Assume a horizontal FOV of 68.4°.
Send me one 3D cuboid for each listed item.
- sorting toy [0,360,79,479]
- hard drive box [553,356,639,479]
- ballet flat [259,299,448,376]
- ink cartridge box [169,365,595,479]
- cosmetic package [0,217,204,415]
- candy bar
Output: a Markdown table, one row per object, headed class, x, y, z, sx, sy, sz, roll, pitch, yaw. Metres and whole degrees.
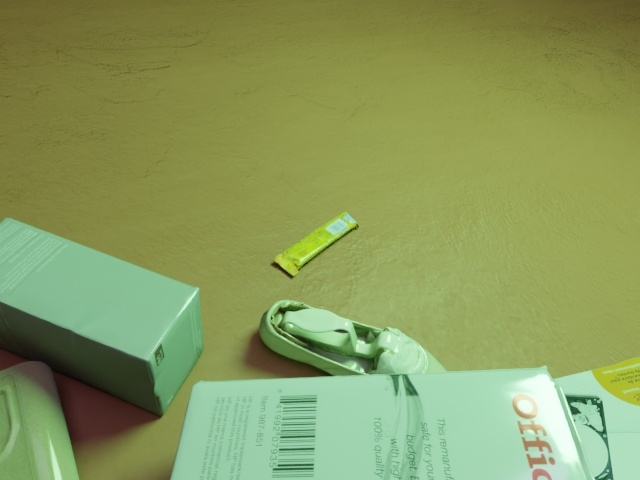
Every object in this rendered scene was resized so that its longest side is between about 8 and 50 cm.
| class | x | y | z | sx | sy | sz | roll | pitch | yaw |
| --- | --- | --- | --- | --- | --- | --- | --- | --- | --- |
| sorting toy | -0.309 | 0.273 | 0.377 | 0.229 | 0.041 | 0.307 | -19 | 59 | -23 |
| hard drive box | 0.297 | 0.242 | 0.435 | 0.181 | 0.089 | 0.232 | -19 | 46 | 11 |
| ballet flat | 0.045 | 0.128 | 0.552 | 0.249 | 0.086 | 0.086 | 17 | 45 | 5 |
| ink cartridge box | 0.043 | 0.233 | 0.365 | 0.308 | 0.129 | 0.223 | -4 | 44 | 7 |
| cosmetic package | -0.254 | 0.082 | 0.509 | 0.238 | 0.127 | 0.107 | 18 | 46 | 5 |
| candy bar | 0.000 | 0.000 | 0.713 | 0.040 | 0.018 | 0.161 | 39 | 51 | 20 |
